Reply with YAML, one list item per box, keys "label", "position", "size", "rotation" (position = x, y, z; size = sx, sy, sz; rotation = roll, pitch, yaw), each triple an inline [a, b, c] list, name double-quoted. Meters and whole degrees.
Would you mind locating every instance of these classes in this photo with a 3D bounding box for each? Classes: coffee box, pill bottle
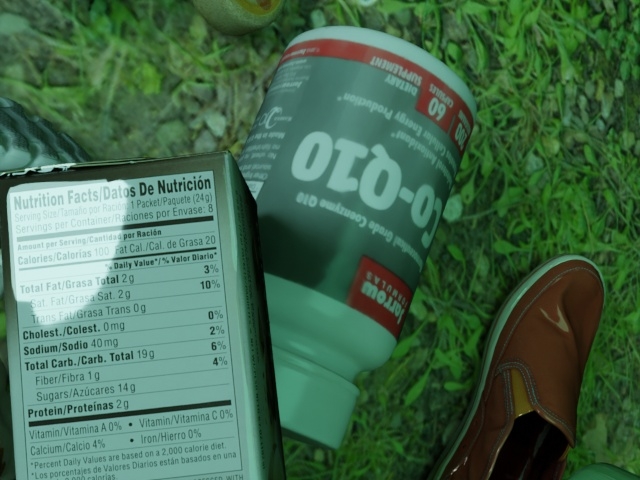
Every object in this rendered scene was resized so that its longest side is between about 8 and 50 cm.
- label: "coffee box"
  position: [-0.082, 0.115, 0.487]
  size: [0.119, 0.168, 0.297]
  rotation: [-7, 82, 0]
- label: "pill bottle"
  position: [0.000, 0.000, 0.671]
  size: [0.161, 0.161, 0.283]
  rotation: [30, 73, -30]

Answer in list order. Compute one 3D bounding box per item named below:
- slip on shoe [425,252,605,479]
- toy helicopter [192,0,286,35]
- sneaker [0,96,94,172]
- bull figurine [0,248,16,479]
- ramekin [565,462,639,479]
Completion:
- label: "slip on shoe"
  position: [0.201, 0.158, 0.843]
  size: [0.123, 0.101, 0.331]
  rotation: [41, 66, -25]
- label: "toy helicopter"
  position: [-0.151, -0.272, 0.619]
  size: [0.355, 0.140, 0.235]
  rotation: [31, 63, -41]
- label: "sneaker"
  position: [-0.275, -0.035, 0.546]
  size: [0.281, 0.105, 0.115]
  rotation: [1, 120, -37]
- label: "bull figurine"
  position: [-0.262, 0.076, 0.484]
  size: [0.310, 0.101, 0.188]
  rotation: [9, 104, -47]
- label: "ramekin"
  position: [0.242, 0.343, 0.775]
  size: [0.303, 0.148, 0.303]
  rotation: [-33, 137, -38]
